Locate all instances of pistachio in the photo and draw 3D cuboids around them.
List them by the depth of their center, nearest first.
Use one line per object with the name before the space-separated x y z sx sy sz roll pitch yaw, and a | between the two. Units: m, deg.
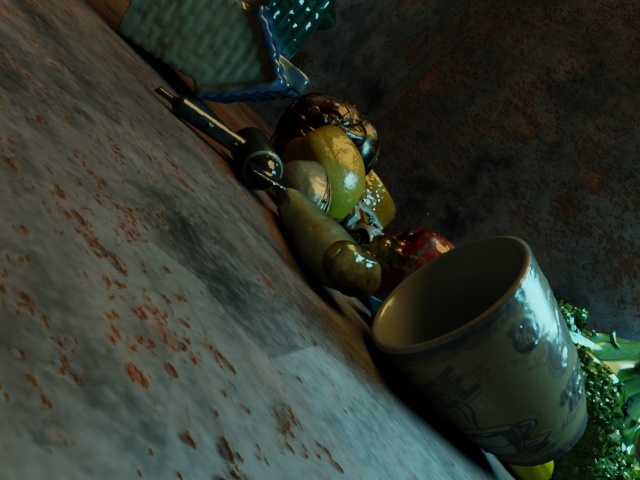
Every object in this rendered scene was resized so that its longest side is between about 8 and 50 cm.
pistachio | -0.031 -0.097 1.164 0.113 0.113 0.149 38 15 -49

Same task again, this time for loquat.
loquat | 0.006 -0.150 1.308 0.176 0.187 0.234 15 54 -67

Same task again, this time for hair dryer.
hair dryer | -0.175 -0.179 1.017 0.248 0.078 0.195 31 13 -27

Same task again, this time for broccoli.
broccoli | 0.459 0.283 1.106 0.310 0.321 0.413 17 3 12

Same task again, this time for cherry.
cherry | 0.183 0.075 1.087 0.249 0.192 0.175 33 38 -41

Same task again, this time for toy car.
toy car | 0.124 0.010 1.466 0.193 0.118 0.301 44 7 -33

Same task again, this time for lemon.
lemon | 0.309 0.323 0.885 0.092 0.065 0.065 53 5 -10

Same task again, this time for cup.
cup | 0.216 0.153 0.819 0.257 0.227 0.301 57 -2 -15

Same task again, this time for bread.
bread | 0.115 -0.152 2.003 0.312 0.172 0.312 51 -9 11

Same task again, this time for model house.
model house | -0.143 -0.517 1.380 0.400 0.445 0.395 36 9 1

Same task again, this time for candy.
candy | 0.108 0.139 0.907 0.136 0.038 0.088 59 -1 35

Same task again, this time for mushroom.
mushroom | 0.000 0.000 0.910 0.100 0.081 0.312 46 1 -27

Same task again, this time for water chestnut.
water chestnut | 0.007 -0.235 1.504 0.289 0.289 0.244 43 22 -16

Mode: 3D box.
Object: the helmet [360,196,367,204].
helmet | 0.043 -0.099 1.683 0.177 0.107 0.153 23 15 -8
